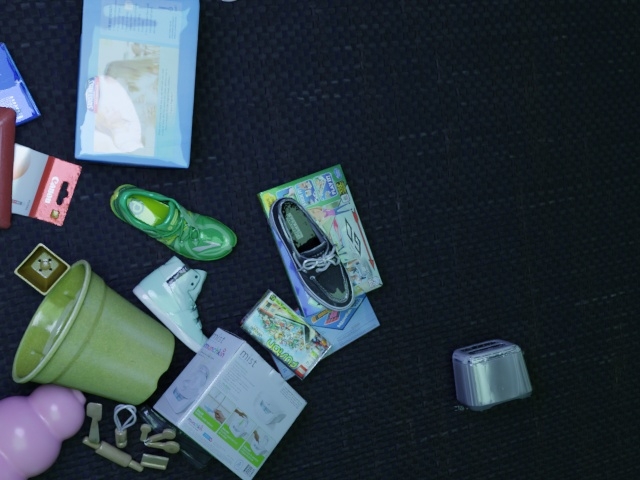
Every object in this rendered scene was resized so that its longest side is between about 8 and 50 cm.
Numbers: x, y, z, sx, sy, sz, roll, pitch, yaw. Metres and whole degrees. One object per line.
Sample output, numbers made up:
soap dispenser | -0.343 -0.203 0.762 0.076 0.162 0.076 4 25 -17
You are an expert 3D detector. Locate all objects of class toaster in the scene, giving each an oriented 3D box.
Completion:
toaster | 0.437 0.350 1.862 0.226 0.129 0.147 -12 94 -14

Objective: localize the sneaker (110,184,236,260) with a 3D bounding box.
sneaker | -0.328 -0.031 1.588 0.295 0.123 0.109 23 87 -19

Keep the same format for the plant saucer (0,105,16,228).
plant saucer | -0.750 -0.146 1.414 0.258 0.047 0.259 2 105 -25

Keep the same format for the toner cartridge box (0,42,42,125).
toner cartridge box | -0.773 -0.259 1.454 0.347 0.075 0.165 -27 103 -14

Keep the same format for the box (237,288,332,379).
box | -0.084 0.226 1.704 0.207 0.036 0.114 43 82 -16

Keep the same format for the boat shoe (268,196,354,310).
boat shoe | -0.010 0.032 1.639 0.113 0.105 0.306 -29 97 -13

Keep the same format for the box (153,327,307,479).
box | -0.195 0.371 1.604 0.231 0.126 0.262 -53 126 -19

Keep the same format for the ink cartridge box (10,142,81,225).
ink cartridge box | -0.626 -0.122 1.529 0.179 0.045 0.145 19 89 -16

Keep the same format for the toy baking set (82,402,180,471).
toy baking set | -0.430 0.435 1.583 0.256 0.030 0.196 35 122 -24

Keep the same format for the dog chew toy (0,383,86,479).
dog chew toy | -0.645 0.425 1.495 0.331 0.206 0.207 -37 104 -20

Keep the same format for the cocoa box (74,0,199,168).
cocoa box | -0.387 -0.327 1.490 0.231 0.228 0.347 3 93 -18

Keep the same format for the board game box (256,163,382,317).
board game box | 0.000 0.000 1.720 0.213 0.046 0.317 -22 96 -15

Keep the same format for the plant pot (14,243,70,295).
plant pot | -0.596 0.058 1.532 0.081 0.083 0.081 43 81 -16

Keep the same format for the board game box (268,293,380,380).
board game box | -0.002 0.216 1.762 0.281 0.027 0.145 -28 103 -13

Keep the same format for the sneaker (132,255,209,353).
sneaker | -0.287 0.153 1.633 0.151 0.094 0.256 -45 107 -12

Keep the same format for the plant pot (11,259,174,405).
plant pot | -0.464 0.220 1.515 0.254 0.276 0.276 33 84 -29

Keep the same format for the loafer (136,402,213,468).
loafer | -0.331 0.442 1.656 0.223 0.076 0.078 45 76 -20
